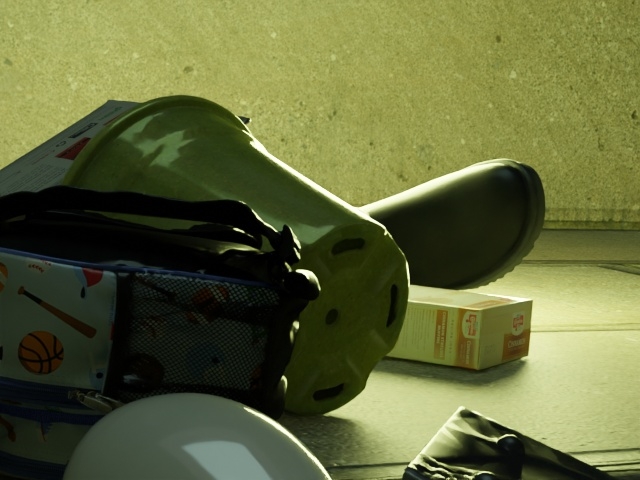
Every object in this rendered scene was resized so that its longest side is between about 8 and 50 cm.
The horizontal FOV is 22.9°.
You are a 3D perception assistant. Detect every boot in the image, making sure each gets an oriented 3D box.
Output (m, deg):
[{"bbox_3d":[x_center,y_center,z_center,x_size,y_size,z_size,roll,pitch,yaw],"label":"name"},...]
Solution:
[{"bbox_3d":[-0.001,0.001,1.872,0.445,0.146,0.367,3,-23,-44],"label":"boot"}]

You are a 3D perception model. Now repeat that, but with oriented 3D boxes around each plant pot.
[{"bbox_3d":[-0.068,0.032,1.437,0.254,0.276,0.276,23,17,40],"label":"plant pot"}]

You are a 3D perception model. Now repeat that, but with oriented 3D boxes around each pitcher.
[{"bbox_3d":[-0.017,0.157,0.774,0.178,0.125,0.207,18,4,-45],"label":"pitcher"}]

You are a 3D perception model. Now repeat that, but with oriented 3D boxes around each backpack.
[{"bbox_3d":[-0.156,0.063,1.125,0.263,0.213,0.276,14,-2,-8],"label":"backpack"}]

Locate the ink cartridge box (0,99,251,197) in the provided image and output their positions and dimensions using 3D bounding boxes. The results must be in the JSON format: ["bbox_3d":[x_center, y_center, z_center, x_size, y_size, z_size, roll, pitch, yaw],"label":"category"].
[{"bbox_3d":[-0.235,-0.012,1.616,0.309,0.130,0.272,-37,28,-30],"label":"ink cartridge box"}]

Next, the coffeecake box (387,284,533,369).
[{"bbox_3d":[0.120,0.091,1.742,0.185,0.068,0.142,6,5,29],"label":"coffeecake box"}]

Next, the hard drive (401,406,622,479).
[{"bbox_3d":[0.157,0.162,0.712,0.255,0.054,0.172,26,10,10],"label":"hard drive"}]
